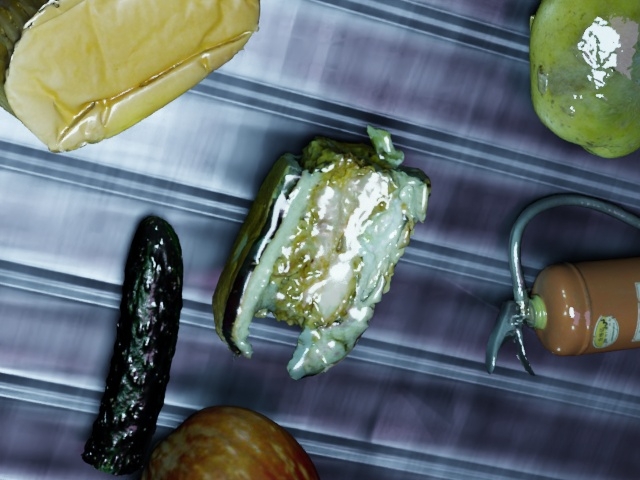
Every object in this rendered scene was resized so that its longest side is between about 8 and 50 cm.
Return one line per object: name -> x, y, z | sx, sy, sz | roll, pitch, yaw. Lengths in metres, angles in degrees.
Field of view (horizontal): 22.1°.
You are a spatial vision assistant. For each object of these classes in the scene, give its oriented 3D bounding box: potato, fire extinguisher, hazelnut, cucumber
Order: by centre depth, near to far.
potato -> 0.326, -0.212, 1.836 | 0.197, 0.148, 0.228 | 27, 104, -9
cucumber -> -0.201, 0.119, 1.851 | 0.081, 0.072, 0.303 | 15, 107, -1
hazelnut -> -0.115, 0.307, 1.879 | 0.218, 0.218, 0.234 | 35, 98, -24
fire extinguisher -> 0.363, 0.047, 1.983 | 0.376, 0.113, 0.200 | -7, 70, -15

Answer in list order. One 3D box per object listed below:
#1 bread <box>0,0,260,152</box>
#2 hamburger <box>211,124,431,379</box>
bread -> -0.216, -0.228, 1.659 | 0.288, 0.156, 0.204 | -40, 136, -6
hamburger -> 0.000, 0.000, 1.807 | 0.167, 0.192, 0.288 | 25, 102, -8
